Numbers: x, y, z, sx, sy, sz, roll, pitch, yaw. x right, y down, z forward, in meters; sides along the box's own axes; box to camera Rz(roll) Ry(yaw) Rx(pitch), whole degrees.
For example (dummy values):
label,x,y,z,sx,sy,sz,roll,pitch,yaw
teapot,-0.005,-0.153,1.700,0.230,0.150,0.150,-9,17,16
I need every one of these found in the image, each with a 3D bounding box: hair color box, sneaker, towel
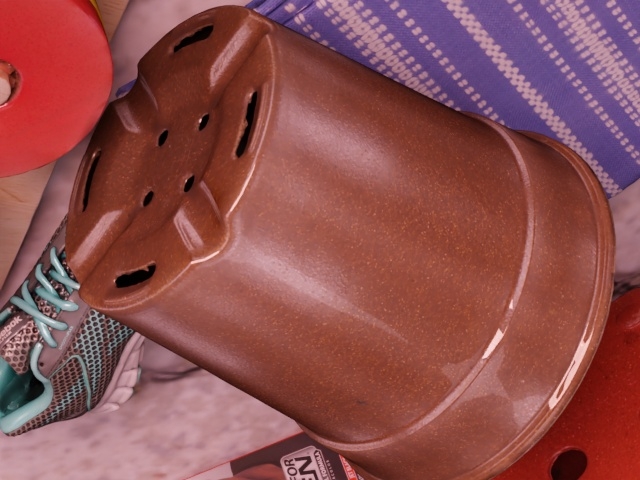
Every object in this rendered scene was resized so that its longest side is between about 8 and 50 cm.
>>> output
label,x,y,z,sx,sy,sz,roll,pitch,yaw
hair color box,-0.033,0.161,0.847,0.141,0.072,0.043,-23,139,-1
sneaker,-0.110,0.031,0.666,0.076,0.065,0.166,-25,146,-43
towel,0.105,-0.098,0.673,0.336,0.040,0.243,-34,139,16

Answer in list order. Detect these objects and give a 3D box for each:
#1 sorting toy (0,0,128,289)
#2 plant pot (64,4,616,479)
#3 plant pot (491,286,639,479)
label,x,y,z,sx,sy,sz,roll,pitch,yaw
sorting toy,-0.207,-0.047,0.539,0.257,0.089,0.255,8,130,-30
plant pot,0.000,0.000,0.590,0.165,0.167,0.167,27,119,-35
plant pot,0.195,0.188,0.858,0.267,0.267,0.236,-34,125,12
